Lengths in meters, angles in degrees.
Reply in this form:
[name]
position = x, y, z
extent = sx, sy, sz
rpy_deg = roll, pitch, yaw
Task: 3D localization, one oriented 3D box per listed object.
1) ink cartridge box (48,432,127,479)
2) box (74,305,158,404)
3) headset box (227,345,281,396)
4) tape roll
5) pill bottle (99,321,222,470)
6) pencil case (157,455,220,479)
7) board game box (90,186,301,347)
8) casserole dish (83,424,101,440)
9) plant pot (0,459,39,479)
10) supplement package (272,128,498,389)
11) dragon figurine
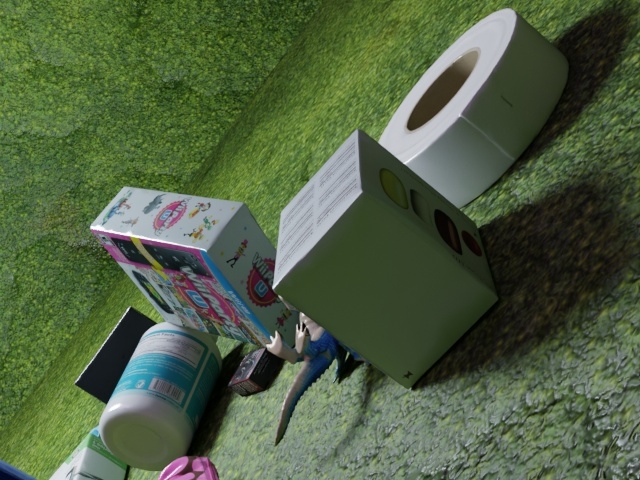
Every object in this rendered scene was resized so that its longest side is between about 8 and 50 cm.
[ink cartridge box]
position = -0.420, 0.458, 1.827
extent = 0.160, 0.092, 0.219
rpy_deg = -49, 14, 13
[box]
position = -0.395, 0.236, 2.171
extent = 0.184, 0.103, 0.261
rpy_deg = -58, 3, -8
[headset box]
position = -0.096, 0.194, 1.591
extent = 0.083, 0.032, 0.062
rpy_deg = -30, 26, 58
[tape roll]
position = 0.198, -0.172, 1.438
extent = 0.286, 0.100, 0.286
rpy_deg = -47, 15, 17
[pill bottle]
position = -0.247, 0.232, 1.735
extent = 0.146, 0.146, 0.264
rpy_deg = -41, 17, 36
[pencil case]
position = -0.156, 0.330, 1.338
extent = 0.098, 0.095, 0.209
rpy_deg = -68, 14, -2
[board game box]
position = -0.177, 0.040, 1.600
extent = 0.303, 0.224, 0.097
rpy_deg = 7, 51, 46
[casserole dish]
position = -0.481, 0.455, 2.134
extent = 0.188, 0.037, 0.114
rpy_deg = -56, 15, -12
[plant pot]
position = -0.637, 0.561, 1.986
extent = 0.212, 0.236, 0.236
rpy_deg = -46, 15, 42
[supplement package]
position = 0.069, 0.015, 1.193
extent = 0.149, 0.194, 0.203
rpy_deg = -48, 16, 19
[dragon figurine]
position = 0.017, 0.119, 1.320
extent = 0.085, 0.144, 0.289
rpy_deg = -35, 42, 44
